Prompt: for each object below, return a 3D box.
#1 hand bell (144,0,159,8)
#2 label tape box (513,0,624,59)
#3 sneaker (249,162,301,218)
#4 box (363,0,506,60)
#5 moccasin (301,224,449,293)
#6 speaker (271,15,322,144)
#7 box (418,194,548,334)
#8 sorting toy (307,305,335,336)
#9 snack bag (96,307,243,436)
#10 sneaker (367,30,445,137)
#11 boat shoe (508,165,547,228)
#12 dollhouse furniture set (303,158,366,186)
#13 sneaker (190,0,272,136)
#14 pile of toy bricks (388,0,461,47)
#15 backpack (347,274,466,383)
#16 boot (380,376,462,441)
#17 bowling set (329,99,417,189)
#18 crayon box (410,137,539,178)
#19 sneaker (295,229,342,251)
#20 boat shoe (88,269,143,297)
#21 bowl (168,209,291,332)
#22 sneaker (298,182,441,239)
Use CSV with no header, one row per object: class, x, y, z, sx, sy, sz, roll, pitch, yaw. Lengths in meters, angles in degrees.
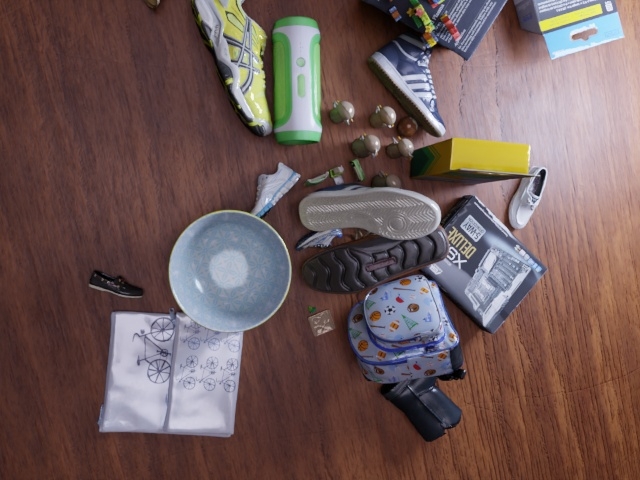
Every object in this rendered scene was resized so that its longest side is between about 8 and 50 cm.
hand bell,-0.336,-0.679,1.487,0.242,0.126,0.126,-38,99,-21
label tape box,0.659,-0.676,1.668,0.240,0.106,0.334,-18,97,-9
sneaker,-0.141,-0.121,1.560,0.083,0.071,0.191,42,76,-4
box,0.314,-0.681,1.496,0.312,0.179,0.343,26,116,-12
moccasin,0.137,0.039,1.569,0.379,0.147,0.139,-22,95,4
speaker,-0.059,-0.394,1.526,0.131,0.131,0.297,-2,93,-11
box,0.430,0.065,1.671,0.307,0.076,0.242,43,84,-10
sorting toy,-0.002,0.208,1.624,0.062,0.012,0.083,-20,100,-5
snack bag,-0.375,0.334,1.544,0.342,0.037,0.323,6,92,-11
sneaker,0.269,-0.418,1.606,0.153,0.099,0.282,-42,97,-5
boat shoe,0.584,-0.120,1.700,0.066,0.063,0.184,27,87,-11
dollhouse furniture set,0.035,-0.156,1.583,0.151,0.076,0.059,-24,96,-10
sneaker,-0.187,-0.445,1.492,0.147,0.145,0.385,-22,98,-9
pile of toy bricks,0.234,-0.531,1.418,0.118,0.105,0.212,-34,112,19
backpack,0.202,0.232,1.538,0.263,0.277,0.213,-22,127,9
boot,0.312,0.399,1.654,0.207,0.094,0.246,45,85,-10
bowling set,0.170,-0.276,1.564,0.199,0.154,0.287,-37,99,-7
crayon box,0.375,-0.196,1.523,0.203,0.323,0.083,3,92,-12
sneaker,0.000,0.000,1.597,0.135,0.052,0.058,-29,102,-8
boat shoe,-0.500,0.109,1.501,0.133,0.049,0.042,18,97,-7
bowl,-0.224,0.069,1.500,0.289,0.156,0.290,-1,93,-11
sneaker,0.128,-0.088,1.519,0.349,0.148,0.131,7,112,17
